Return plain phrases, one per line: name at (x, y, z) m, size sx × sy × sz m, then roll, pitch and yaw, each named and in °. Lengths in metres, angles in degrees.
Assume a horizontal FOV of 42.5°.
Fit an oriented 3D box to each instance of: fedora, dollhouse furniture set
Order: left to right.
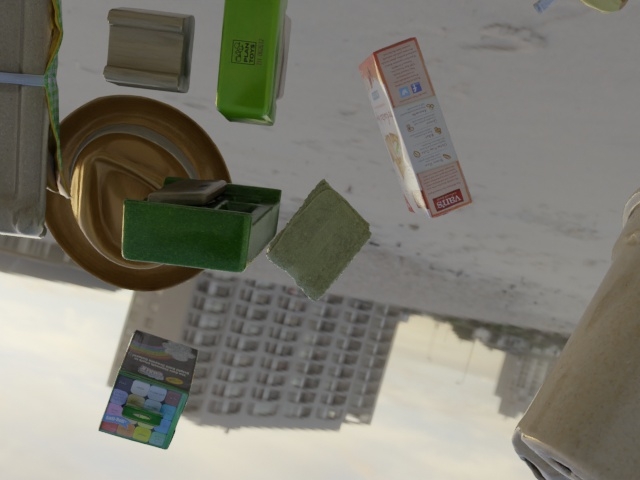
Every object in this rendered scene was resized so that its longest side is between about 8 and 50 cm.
dollhouse furniture set at (-0.178, -0.102, 0.602) m, size 0.302 × 0.197 × 0.151 m, roll 7°, pitch -168°, yaw 1°
fedora at (-0.171, -0.035, 0.756) m, size 0.194 × 0.194 × 0.079 m, roll 16°, pitch -167°, yaw -11°

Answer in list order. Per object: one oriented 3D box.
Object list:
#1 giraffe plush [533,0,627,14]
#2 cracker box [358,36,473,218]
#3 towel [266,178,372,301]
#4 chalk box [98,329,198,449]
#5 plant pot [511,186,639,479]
giraffe plush at (0.339, -0.410, 1.115) m, size 0.181 × 0.210 × 0.170 m, roll 61°, pitch -178°, yaw -45°
cracker box at (0.127, -0.151, 1.142) m, size 0.067 × 0.232 × 0.156 m, roll -21°, pitch -174°, yaw -2°
towel at (0.000, 0.000, 1.121) m, size 0.110 × 0.148 × 0.027 m, roll 45°, pitch 152°, yaw -16°
chalk box at (-0.310, 0.280, 1.483) m, size 0.132 × 0.132 × 0.213 m, roll 20°, pitch -161°, yaw -9°
plant pot at (0.372, 0.158, 0.838) m, size 0.334 × 0.305 × 0.334 m, roll 40°, pitch 168°, yaw 11°
